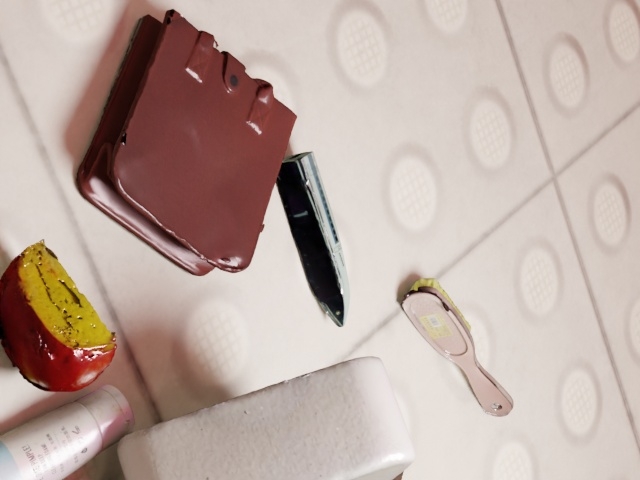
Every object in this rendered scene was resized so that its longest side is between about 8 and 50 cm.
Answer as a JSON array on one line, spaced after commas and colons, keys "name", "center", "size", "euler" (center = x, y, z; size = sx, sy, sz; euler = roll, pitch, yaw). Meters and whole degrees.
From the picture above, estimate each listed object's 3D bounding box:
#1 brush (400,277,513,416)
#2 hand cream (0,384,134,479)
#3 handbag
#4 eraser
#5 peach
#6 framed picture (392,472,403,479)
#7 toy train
[{"name": "brush", "center": [0.227, 0.165, 2.203], "size": [0.313, 0.072, 0.067], "euler": [52, 37, -32]}, {"name": "hand cream", "center": [-0.349, 0.263, 1.570], "size": [0.312, 0.070, 0.111], "euler": [-27, 108, -38]}, {"name": "handbag", "center": [-0.165, -0.121, 1.789], "size": [0.260, 0.084, 0.275], "euler": [39, 58, -35]}, {"name": "eraser", "center": [-0.056, 0.279, 1.718], "size": [0.331, 0.331, 0.150], "euler": [0, 64, -48]}, {"name": "peach", "center": [-0.308, 0.093, 1.569], "size": [0.092, 0.127, 0.172], "euler": [-33, 107, -41]}, {"name": "framed picture", "center": [0.060, 0.387, 2.022], "size": [0.128, 0.023, 0.168], "euler": [30, 65, -41]}, {"name": "toy train", "center": [0.000, 0.000, 1.976], "size": [0.048, 0.055, 0.252], "euler": [-35, 113, -54]}]
